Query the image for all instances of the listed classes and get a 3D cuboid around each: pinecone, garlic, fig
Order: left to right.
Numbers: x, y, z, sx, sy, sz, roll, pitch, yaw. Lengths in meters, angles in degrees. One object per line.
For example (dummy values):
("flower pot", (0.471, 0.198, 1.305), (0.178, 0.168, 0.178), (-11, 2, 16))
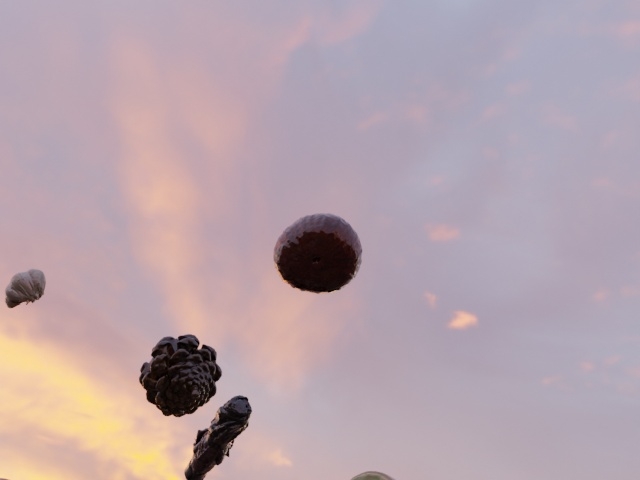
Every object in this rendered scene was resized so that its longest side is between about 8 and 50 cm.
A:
("garlic", (-0.681, 0.112, 1.751), (0.074, 0.113, 0.094), (37, 2, -26))
("pinecone", (-0.425, 0.393, 2.277), (0.244, 0.244, 0.309), (29, -11, -30))
("fig", (0.004, -0.001, 1.044), (0.119, 0.153, 0.119), (11, -42, 10))

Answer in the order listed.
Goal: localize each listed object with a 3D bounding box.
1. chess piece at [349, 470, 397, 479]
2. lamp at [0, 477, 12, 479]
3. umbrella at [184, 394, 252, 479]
("chess piece", (0.224, 0.665, 1.602), (0.234, 0.234, 0.442), (-17, -41, 41))
("lamp", (-0.635, 0.603, 1.629), (0.313, 0.182, 0.182), (9, -26, -22))
("umbrella", (-0.256, 0.500, 1.885), (0.094, 0.090, 0.326), (17, -53, -20))
